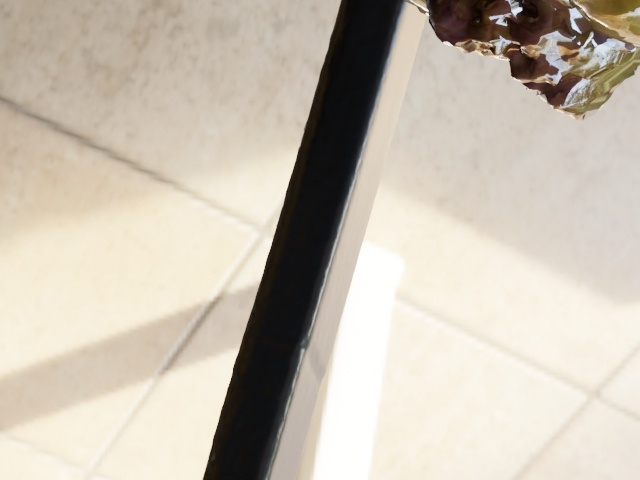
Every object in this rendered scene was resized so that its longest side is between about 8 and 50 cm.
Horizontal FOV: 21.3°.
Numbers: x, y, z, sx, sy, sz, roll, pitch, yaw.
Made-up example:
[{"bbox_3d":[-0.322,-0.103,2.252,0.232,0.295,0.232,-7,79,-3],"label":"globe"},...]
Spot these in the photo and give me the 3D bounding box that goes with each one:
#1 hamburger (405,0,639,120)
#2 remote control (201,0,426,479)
[{"bbox_3d":[0.054,-0.201,0.496,0.155,0.282,0.245,11,173,41],"label":"hamburger"},{"bbox_3d":[0.000,0.000,0.613,0.025,0.245,0.063,11,160,13],"label":"remote control"}]
